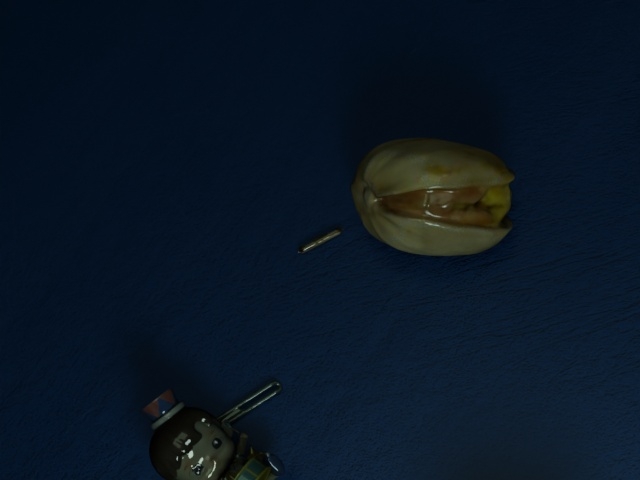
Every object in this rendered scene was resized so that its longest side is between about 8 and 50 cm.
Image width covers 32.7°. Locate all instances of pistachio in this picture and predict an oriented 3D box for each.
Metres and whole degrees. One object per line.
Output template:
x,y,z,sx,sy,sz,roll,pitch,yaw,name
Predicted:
0.205,-0.085,2.038,0.308,0.230,0.230,3,67,10,pistachio

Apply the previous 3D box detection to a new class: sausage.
0.000,0.000,2.152,0.100,0.015,0.015,-28,63,0,sausage

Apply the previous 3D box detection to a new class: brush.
-0.187,0.338,2.038,0.266,0.027,0.062,-33,71,-3,brush

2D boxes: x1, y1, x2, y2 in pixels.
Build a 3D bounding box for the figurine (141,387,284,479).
-0.206,0.380,1.933,0.275,0.158,0.161,29,66,12,figurine
